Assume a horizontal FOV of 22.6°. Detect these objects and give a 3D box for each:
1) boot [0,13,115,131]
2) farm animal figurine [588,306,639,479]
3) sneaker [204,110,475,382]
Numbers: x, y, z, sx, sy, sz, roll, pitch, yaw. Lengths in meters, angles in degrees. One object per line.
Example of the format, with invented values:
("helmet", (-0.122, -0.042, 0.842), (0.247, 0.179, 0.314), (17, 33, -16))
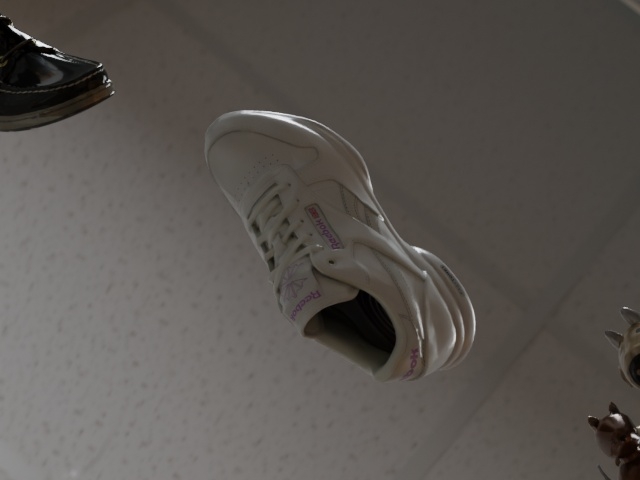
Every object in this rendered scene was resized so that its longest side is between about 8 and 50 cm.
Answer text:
("boot", (-0.283, -0.188, 1.332), (0.236, 0.178, 0.085), (8, -150, 39))
("farm animal figurine", (0.353, 0.099, 1.401), (0.172, 0.330, 0.327), (45, -171, 22))
("sneaker", (0.000, 0.000, 1.377), (0.305, 0.114, 0.152), (45, -149, 15))
